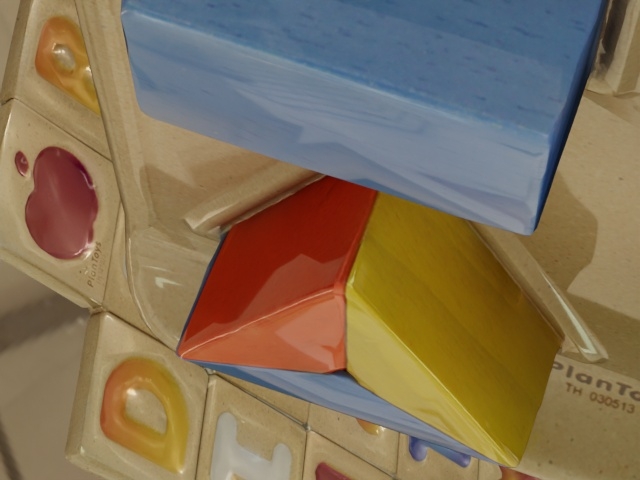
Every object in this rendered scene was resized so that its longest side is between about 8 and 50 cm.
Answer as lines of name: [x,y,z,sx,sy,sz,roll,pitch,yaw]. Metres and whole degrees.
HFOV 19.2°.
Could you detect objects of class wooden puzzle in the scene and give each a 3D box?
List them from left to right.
wooden puzzle: [0.080,-0.003,0.453,0.348,0.322,0.080,92,19,-60]

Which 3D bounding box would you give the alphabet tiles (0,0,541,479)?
alphabet tiles: [0.000,0.000,0.783,0.342,0.011,0.285,34,50,-39]
